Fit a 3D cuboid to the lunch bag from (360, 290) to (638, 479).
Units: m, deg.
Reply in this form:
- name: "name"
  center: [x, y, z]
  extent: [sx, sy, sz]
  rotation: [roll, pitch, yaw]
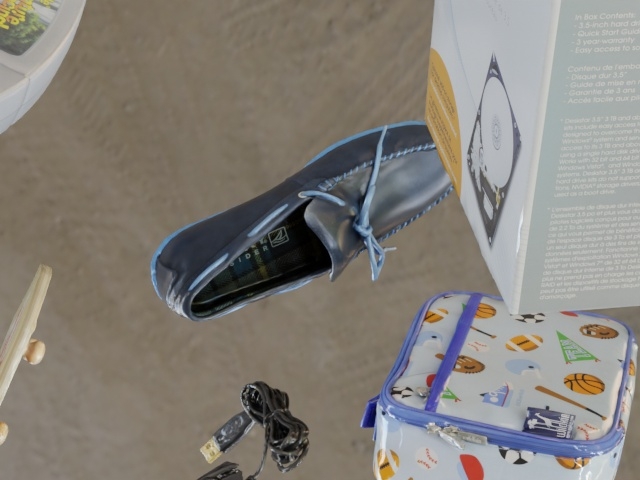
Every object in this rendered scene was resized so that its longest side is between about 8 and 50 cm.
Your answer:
- name: "lunch bag"
  center: [0.173, 0.153, 1.770]
  extent: [0.243, 0.303, 0.115]
  rotation: [12, 113, 11]

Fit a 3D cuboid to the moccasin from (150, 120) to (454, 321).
- name: "moccasin"
  center: [0.000, 0.000, 1.887]
  extent: [0.342, 0.117, 0.138]
  rotation: [-30, 121, -3]

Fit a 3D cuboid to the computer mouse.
- name: "computer mouse"
  center: [-0.119, 0.235, 1.712]
  extent: [0.060, 0.184, 0.262]
  rotation: [38, 99, -18]

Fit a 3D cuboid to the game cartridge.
- name: "game cartridge"
  center: [-0.277, -0.179, 1.359]
  extent: [0.196, 0.294, 0.060]
  rotation: [28, 123, -10]

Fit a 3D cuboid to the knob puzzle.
- name: "knob puzzle"
  center: [-0.243, 0.105, 1.471]
  extent: [0.030, 0.213, 0.213]
  rotation: [24, 139, -9]

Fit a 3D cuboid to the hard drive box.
- name: "hard drive box"
  center: [0.119, -0.112, 0.871]
  extent: [0.089, 0.181, 0.232]
  rotation: [-4, 125, -10]
